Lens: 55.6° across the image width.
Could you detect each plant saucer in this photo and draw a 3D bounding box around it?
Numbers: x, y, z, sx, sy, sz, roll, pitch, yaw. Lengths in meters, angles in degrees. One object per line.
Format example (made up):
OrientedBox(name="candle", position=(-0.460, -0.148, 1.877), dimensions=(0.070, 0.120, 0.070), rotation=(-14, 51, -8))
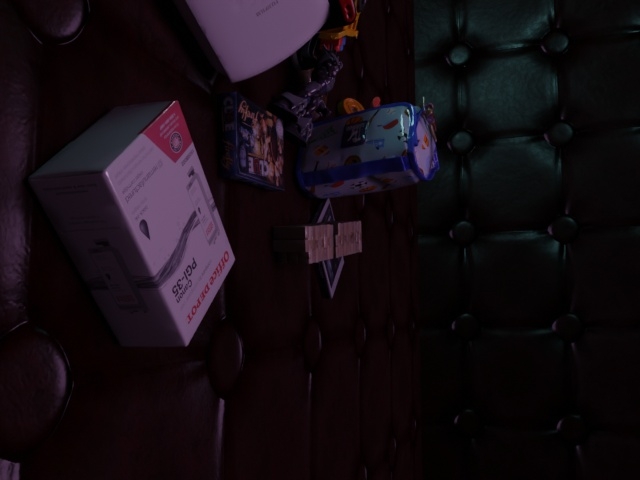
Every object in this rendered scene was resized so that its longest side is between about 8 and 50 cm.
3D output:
OrientedBox(name="plant saucer", position=(-0.019, -0.427, 1.680), dimensions=(0.199, 0.036, 0.198), rotation=(-3, 90, -72))

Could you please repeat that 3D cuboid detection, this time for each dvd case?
OrientedBox(name="dvd case", position=(0.017, 0.020, 1.746), dimensions=(0.179, 0.030, 0.238), rotation=(-68, 150, -52))

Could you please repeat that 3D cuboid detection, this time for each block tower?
OrientedBox(name="block tower", position=(0.000, 0.000, 1.539), dimensions=(0.335, 0.097, 0.090), rotation=(-7, 98, -63))

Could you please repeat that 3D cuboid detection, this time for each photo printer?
OrientedBox(name="photo printer", position=(-0.124, -0.438, 1.059), dimensions=(0.107, 0.256, 0.307), rotation=(52, -6, 35))

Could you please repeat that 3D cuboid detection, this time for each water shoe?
OrientedBox(name="water shoe", position=(-0.039, -0.541, 1.560), dimensions=(0.073, 0.080, 0.203), rotation=(-32, 118, -70))

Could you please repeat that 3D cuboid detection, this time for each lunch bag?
OrientedBox(name="lunch bag", position=(0.136, -0.240, 1.659), dimensions=(0.385, 0.328, 0.238), rotation=(-47, 126, -64))

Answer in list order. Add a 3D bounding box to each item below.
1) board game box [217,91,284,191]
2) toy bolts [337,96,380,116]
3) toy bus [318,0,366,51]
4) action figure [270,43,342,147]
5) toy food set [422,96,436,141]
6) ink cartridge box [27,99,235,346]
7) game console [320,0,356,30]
OrientedBox(name="board game box", position=(-0.140, -0.198, 1.278), dimensions=(0.243, 0.042, 0.164), rotation=(6, 82, -71))
OrientedBox(name="toy bolts", position=(0.130, -0.378, 2.046), dimensions=(0.218, 0.158, 0.228), rotation=(40, 46, -9))
OrientedBox(name="toy bus", position=(0.030, -0.628, 1.721), dimensions=(0.220, 0.150, 0.211), rotation=(-39, 140, -65))
OrientedBox(name="action figure", position=(-0.013, -0.365, 1.509), dimensions=(0.285, 0.099, 0.185), rotation=(-58, 160, -32))
OrientedBox(name="toy food set", position=(0.306, -0.336, 1.667), dimensions=(0.122, 0.019, 0.077), rotation=(53, 33, -51))
OrientedBox(name="ink cartridge box", position=(-0.239, -0.021, 0.846), dimensions=(0.207, 0.117, 0.282), rotation=(-69, 150, -50))
OrientedBox(name="game console", position=(-0.043, -0.599, 1.235), dimensions=(0.341, 0.060, 0.386), rotation=(66, -7, -20))
